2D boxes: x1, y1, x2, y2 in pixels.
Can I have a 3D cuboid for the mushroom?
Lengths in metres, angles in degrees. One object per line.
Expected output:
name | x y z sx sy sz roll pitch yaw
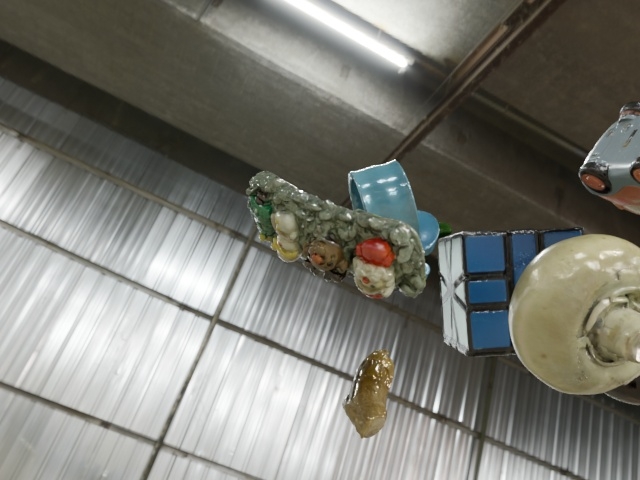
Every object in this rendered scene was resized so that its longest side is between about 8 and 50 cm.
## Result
mushroom | 0.399 0.111 0.783 0.246 0.246 0.202 27 4 -14

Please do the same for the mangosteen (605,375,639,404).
mangosteen | 0.816 0.285 1.441 0.310 0.311 0.311 15 -27 8

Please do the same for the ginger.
ginger | 0.094 0.294 1.042 0.068 0.190 0.095 37 -44 -14

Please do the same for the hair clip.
hair clip | -0.002 0.001 0.793 0.321 0.091 0.138 21 -40 34

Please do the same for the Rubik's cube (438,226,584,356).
Rubik's cube | 0.449 0.118 1.312 0.283 0.289 0.293 -4 -1 3

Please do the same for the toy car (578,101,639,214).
toy car | 0.642 -0.134 1.008 0.212 0.181 0.270 39 -8 -13

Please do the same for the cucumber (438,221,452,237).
cucumber | 0.246 -0.020 1.163 0.037 0.037 0.155 -3 4 38

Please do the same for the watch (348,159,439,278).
watch | 0.117 -0.036 0.975 0.210 0.211 0.193 9 -43 20
